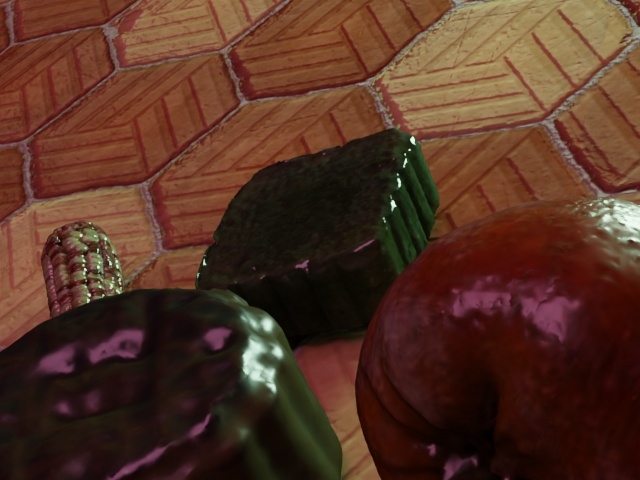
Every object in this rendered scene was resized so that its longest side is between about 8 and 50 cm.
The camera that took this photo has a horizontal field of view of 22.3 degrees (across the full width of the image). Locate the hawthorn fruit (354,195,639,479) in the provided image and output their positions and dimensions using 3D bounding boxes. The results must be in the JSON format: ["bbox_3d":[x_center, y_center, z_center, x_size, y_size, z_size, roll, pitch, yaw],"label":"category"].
[{"bbox_3d":[0.139,0.075,0.944,0.231,0.235,0.263,12,58,7],"label":"hawthorn fruit"}]

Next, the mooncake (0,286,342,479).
[{"bbox_3d":[-0.136,0.158,1.212,0.290,0.161,0.290,-17,33,11],"label":"mooncake"}]

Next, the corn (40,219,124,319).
[{"bbox_3d":[-0.212,0.064,1.475,0.079,0.079,0.237,-24,33,3],"label":"corn"}]

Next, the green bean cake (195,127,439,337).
[{"bbox_3d":[0.000,0.000,1.404,0.185,0.094,0.183,-11,36,23],"label":"green bean cake"}]
